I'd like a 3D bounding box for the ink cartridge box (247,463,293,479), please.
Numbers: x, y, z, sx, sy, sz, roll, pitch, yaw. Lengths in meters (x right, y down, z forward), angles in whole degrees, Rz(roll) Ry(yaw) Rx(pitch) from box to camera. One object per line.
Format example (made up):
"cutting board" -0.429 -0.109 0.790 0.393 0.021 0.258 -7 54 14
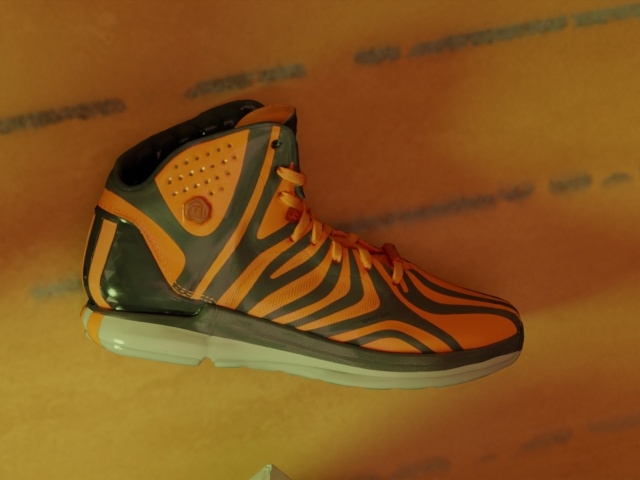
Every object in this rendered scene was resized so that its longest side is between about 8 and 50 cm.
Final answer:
"ink cartridge box" -0.005 0.335 1.305 0.307 0.129 0.223 40 120 -19

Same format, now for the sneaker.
"sneaker" 0.000 0.000 1.281 0.321 0.124 0.180 6 101 -16
